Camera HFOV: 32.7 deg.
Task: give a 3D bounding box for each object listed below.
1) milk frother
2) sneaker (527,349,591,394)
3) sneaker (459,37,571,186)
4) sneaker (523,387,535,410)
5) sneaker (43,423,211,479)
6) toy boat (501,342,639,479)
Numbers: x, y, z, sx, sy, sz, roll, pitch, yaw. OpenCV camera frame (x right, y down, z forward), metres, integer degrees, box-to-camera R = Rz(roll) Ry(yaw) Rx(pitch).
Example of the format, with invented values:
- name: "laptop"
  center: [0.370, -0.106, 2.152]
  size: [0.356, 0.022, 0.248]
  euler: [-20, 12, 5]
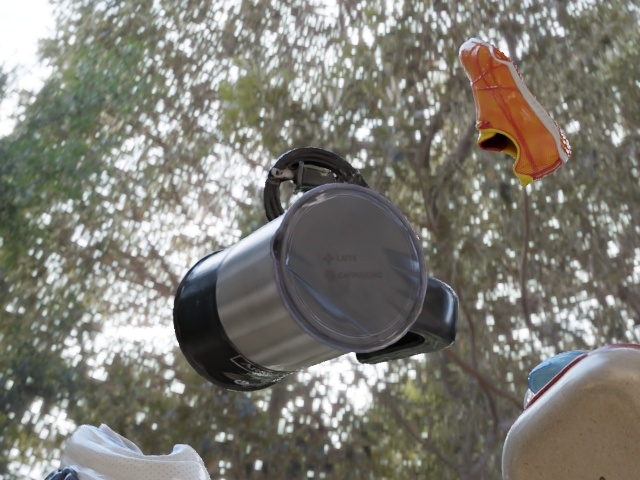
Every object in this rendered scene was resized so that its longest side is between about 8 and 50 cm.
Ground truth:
- name: "milk frother"
  center: [0.000, 0.000, 0.587]
  size: [0.129, 0.143, 0.134]
  euler: [0, -15, -30]
- name: "sneaker"
  center: [0.276, 0.149, 1.113]
  size: [0.162, 0.073, 0.063]
  euler: [2, -88, 47]
- name: "sneaker"
  center: [0.162, -0.124, 1.003]
  size: [0.067, 0.175, 0.064]
  euler: [-31, -41, 8]
- name: "sneaker"
  center: [0.392, 0.234, 1.275]
  size: [0.321, 0.127, 0.126]
  euler: [12, -91, 19]
- name: "sneaker"
  center: [-0.221, 0.267, 0.877]
  size: [0.322, 0.236, 0.130]
  euler: [-18, -50, 29]
- name: "toy boat"
  center: [0.237, 0.179, 0.707]
  size: [0.151, 0.231, 0.151]
  euler: [1, -42, -49]
